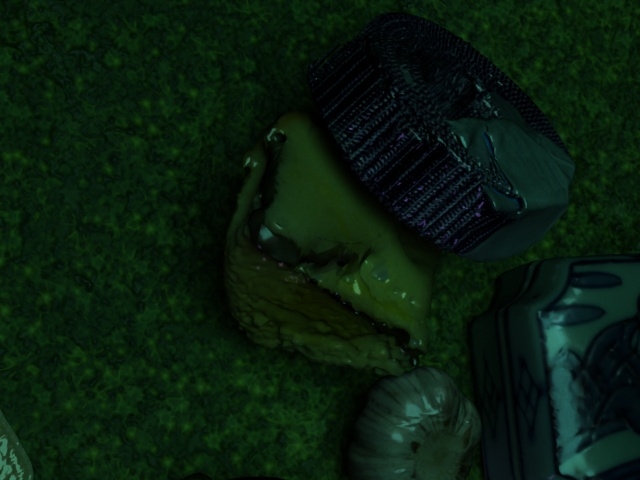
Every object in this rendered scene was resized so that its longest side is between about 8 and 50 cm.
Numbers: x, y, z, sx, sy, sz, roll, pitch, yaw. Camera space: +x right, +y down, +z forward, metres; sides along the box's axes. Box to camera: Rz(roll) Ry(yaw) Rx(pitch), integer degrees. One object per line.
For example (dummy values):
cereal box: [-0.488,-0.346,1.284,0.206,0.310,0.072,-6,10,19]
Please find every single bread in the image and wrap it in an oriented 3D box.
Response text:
bread: [0.000,0.000,1.478,0.262,0.163,0.204,43,49,-33]

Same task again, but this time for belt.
belt: [0.128,-0.102,1.506,0.260,0.122,0.325,53,24,17]

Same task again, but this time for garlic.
garlic: [0.091,0.202,1.522,0.147,0.102,0.159,-24,114,-28]

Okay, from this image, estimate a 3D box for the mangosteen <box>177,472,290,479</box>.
mangosteen: [-0.062,0.306,1.392,0.216,0.216,0.216,5,79,-23]

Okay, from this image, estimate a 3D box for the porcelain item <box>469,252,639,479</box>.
porcelain item: [0.313,0.155,1.601,0.281,0.157,0.285,0,81,-25]

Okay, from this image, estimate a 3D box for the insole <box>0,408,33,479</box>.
insole: [-0.338,0.131,1.393,0.081,0.011,0.248,-29,93,-26]
